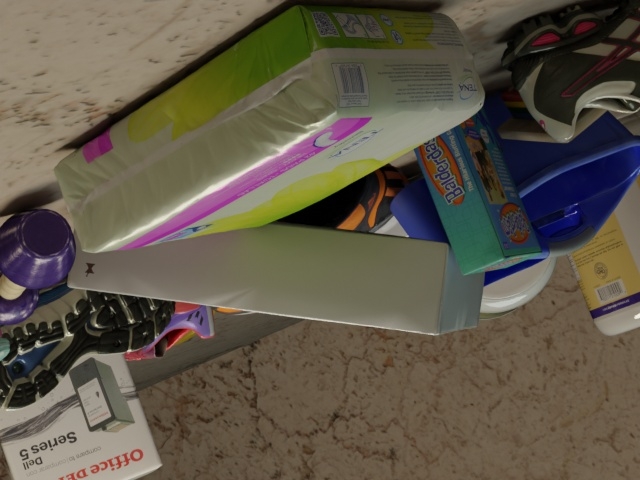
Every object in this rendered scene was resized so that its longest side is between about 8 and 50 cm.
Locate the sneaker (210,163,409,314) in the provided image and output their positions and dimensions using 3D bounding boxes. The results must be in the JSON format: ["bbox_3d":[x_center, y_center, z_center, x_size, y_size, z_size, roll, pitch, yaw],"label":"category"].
[{"bbox_3d":[-0.051,-0.012,1.635,0.321,0.125,0.180,-35,165,19],"label":"sneaker"}]

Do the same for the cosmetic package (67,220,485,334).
[{"bbox_3d":[-0.032,0.029,1.367,0.377,0.097,0.284,7,-178,14],"label":"cosmetic package"}]

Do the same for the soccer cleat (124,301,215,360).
[{"bbox_3d":[-0.301,0.144,2.002,0.318,0.116,0.108,-25,172,25],"label":"soccer cleat"}]

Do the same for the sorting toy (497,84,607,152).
[{"bbox_3d":[0.268,-0.168,1.379,0.274,0.046,0.132,-39,-160,-14],"label":"sorting toy"}]

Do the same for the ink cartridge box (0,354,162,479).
[{"bbox_3d":[-0.360,0.226,1.815,0.198,0.273,0.115,-19,173,-17],"label":"ink cartridge box"}]

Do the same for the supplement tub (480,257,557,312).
[{"bbox_3d":[0.295,0.017,2.309,0.235,0.235,0.325,-21,173,0],"label":"supplement tub"}]

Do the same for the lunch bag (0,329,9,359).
[{"bbox_3d":[-0.488,0.132,1.393,0.224,0.108,0.279,-26,172,34],"label":"lunch bag"}]

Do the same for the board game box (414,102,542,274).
[{"bbox_3d":[0.140,-0.074,1.260,0.047,0.210,0.160,-24,172,20],"label":"board game box"}]

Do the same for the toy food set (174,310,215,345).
[{"bbox_3d":[-0.280,0.129,2.204,0.218,0.071,0.128,-17,148,-41],"label":"toy food set"}]

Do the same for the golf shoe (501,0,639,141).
[{"bbox_3d":[0.318,-0.190,1.285,0.272,0.120,0.105,-22,172,-4],"label":"golf shoe"}]

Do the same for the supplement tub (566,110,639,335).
[{"bbox_3d":[0.485,-0.042,2.016,0.241,0.331,0.241,-20,173,-3],"label":"supplement tub"}]

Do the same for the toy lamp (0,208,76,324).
[{"bbox_3d":[-0.296,0.028,1.294,0.080,0.080,0.274,-18,171,-24],"label":"toy lamp"}]

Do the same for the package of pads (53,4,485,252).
[{"bbox_3d":[-0.037,-0.088,1.075,0.296,0.101,0.229,-26,171,37],"label":"package of pads"}]

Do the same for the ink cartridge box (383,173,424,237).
[{"bbox_3d":[0.000,0.000,1.877,0.370,0.069,0.176,-19,-172,1],"label":"ink cartridge box"}]

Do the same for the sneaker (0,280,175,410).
[{"bbox_3d":[-0.328,0.097,1.650,0.330,0.130,0.147,-26,-156,-38],"label":"sneaker"}]

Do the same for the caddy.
[{"bbox_3d":[0.255,-0.055,1.592,0.341,0.179,0.241,-20,154,-39],"label":"caddy"}]

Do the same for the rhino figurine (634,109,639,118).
[{"bbox_3d":[0.412,-0.180,1.393,0.106,0.073,0.243,28,161,-30],"label":"rhino figurine"}]
